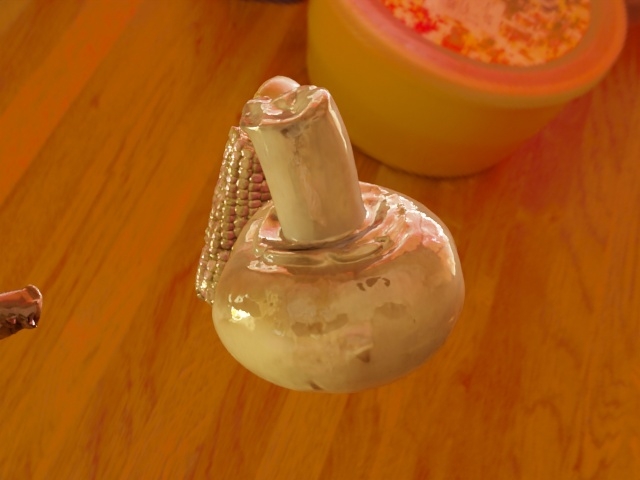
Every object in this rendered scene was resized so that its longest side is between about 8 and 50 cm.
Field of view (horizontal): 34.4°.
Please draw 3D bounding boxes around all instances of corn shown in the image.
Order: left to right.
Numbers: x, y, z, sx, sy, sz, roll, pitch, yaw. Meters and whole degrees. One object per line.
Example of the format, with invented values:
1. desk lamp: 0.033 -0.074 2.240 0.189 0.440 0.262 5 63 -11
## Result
1. corn: -0.138 -0.034 1.776 0.126 0.335 0.127 10 20 -4

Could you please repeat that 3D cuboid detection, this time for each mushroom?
1. mushroom: 0.000 0.000 1.182 0.314 0.336 0.314 -16 26 8

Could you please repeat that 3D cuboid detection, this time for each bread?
1. bread: -0.092 -0.192 1.901 0.098 0.217 0.147 26 29 9

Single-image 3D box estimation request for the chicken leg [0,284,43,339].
1. chicken leg: -0.499 0.051 1.073 0.409 0.182 0.295 -5 47 -37
